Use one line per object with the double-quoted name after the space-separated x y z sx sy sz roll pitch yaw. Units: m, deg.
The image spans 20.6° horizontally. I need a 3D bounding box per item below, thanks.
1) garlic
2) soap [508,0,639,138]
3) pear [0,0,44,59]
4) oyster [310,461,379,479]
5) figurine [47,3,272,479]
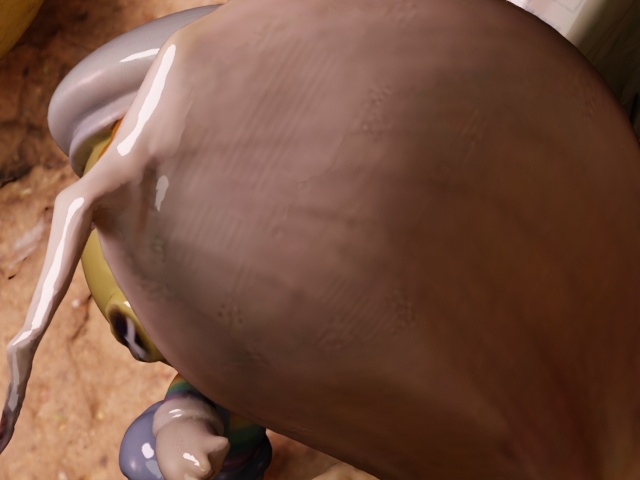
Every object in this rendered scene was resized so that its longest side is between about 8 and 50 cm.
0.000 0.000 0.793 0.231 0.340 0.246 19 89 54 "garlic"
0.105 -0.155 0.961 0.199 0.182 0.138 39 103 25 "soap"
-0.324 -0.214 1.133 0.304 0.304 0.304 -2 86 28 "pear"
0.027 0.191 0.986 0.232 0.107 0.161 -18 78 -13 "oyster"
-0.078 0.048 1.027 0.205 0.224 0.382 23 101 45 "figurine"
